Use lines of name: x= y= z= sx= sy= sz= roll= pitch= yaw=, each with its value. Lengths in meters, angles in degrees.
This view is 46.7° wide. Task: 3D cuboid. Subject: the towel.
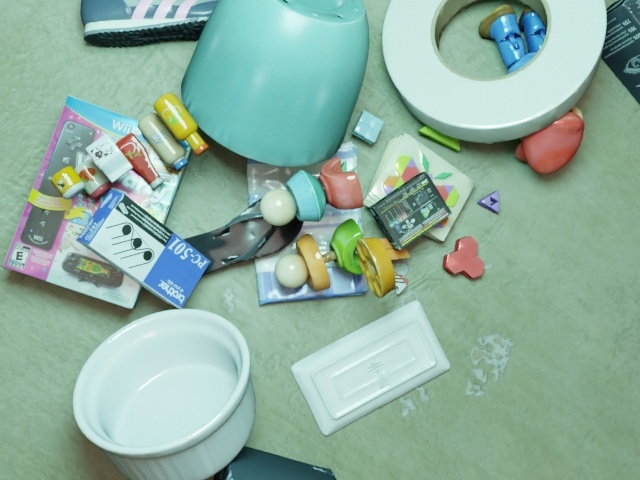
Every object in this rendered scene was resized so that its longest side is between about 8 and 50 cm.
towel: x=-0.023 y=-0.034 z=1.345 sx=0.209 sy=0.034 sz=0.285 roll=-4 pitch=87 yaw=-8

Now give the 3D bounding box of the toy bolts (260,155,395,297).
toy bolts: x=0.000 y=0.000 z=1.198 sx=0.158 sy=0.218 sz=0.229 roll=-20 pitch=116 yaw=-11

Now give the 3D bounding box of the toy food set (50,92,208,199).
toy food set: x=-0.296 y=-0.120 z=1.173 sx=0.232 sy=0.111 sz=0.104 roll=-38 pitch=93 yaw=-10

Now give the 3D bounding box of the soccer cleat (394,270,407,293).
soccer cleat: x=0.122 y=0.065 z=1.363 sx=0.083 sy=0.029 sz=0.036 roll=37 pitch=77 yaw=-9

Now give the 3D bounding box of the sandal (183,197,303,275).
sandal: x=-0.139 y=-0.002 z=1.293 sx=0.254 sy=0.054 sz=0.097 roll=-28 pitch=89 yaw=-1

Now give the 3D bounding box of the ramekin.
ramekin: x=-0.234 y=0.253 z=1.175 sx=0.277 sy=0.277 sz=0.135 roll=-21 pitch=130 yaw=-10

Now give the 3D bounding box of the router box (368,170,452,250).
router box: x=0.160 y=-0.053 z=1.321 sx=0.122 sy=0.038 sz=0.092 roll=-34 pitch=96 yaw=-11

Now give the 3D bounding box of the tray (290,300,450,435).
tray: x=0.096 y=0.231 z=1.346 sx=0.270 sy=0.030 sz=0.145 roll=-26 pitch=91 yaw=-10

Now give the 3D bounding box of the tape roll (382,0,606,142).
tape roll: x=0.303 y=-0.367 z=1.322 sx=0.392 sy=0.072 sz=0.392 roll=-4 pitch=75 yaw=16

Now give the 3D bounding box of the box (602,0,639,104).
box: x=0.632 y=-0.374 z=1.412 sx=0.108 sy=0.153 sz=0.207 roll=-41 pitch=94 yaw=-10

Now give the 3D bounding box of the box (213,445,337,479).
box: x=-0.104 y=0.559 z=1.157 sx=0.212 sy=0.293 sz=0.396 roll=18 pitch=83 yaw=-7

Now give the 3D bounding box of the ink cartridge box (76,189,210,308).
ink cartridge box: x=-0.279 y=0.017 z=1.190 sx=0.207 sy=0.046 sz=0.097 roll=44 pitch=69 yaw=-41

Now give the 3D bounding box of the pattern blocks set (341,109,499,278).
pattern blocks set: x=0.184 y=-0.092 z=1.366 sx=0.324 sy=0.026 sz=0.285 roll=18 pitch=81 yaw=-14

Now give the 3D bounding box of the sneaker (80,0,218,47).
sneaker: x=-0.259 y=-0.423 z=1.298 sx=0.319 sy=0.112 sz=0.131 roll=-7 pitch=87 yaw=-11

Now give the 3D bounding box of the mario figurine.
mario figurine: x=0.389 y=-0.274 z=1.404 sx=0.198 sy=0.170 sz=0.321 roll=-16 pitch=75 yaw=26

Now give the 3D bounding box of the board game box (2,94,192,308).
board game box: x=-0.372 y=-0.062 z=1.262 sx=0.224 sy=0.097 sz=0.303 roll=19 pitch=83 yaw=-8

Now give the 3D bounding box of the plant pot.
plant pot: x=-0.055 y=-0.304 z=1.192 sx=0.293 sy=0.235 sz=0.293 roll=15 pitch=42 yaw=-14
